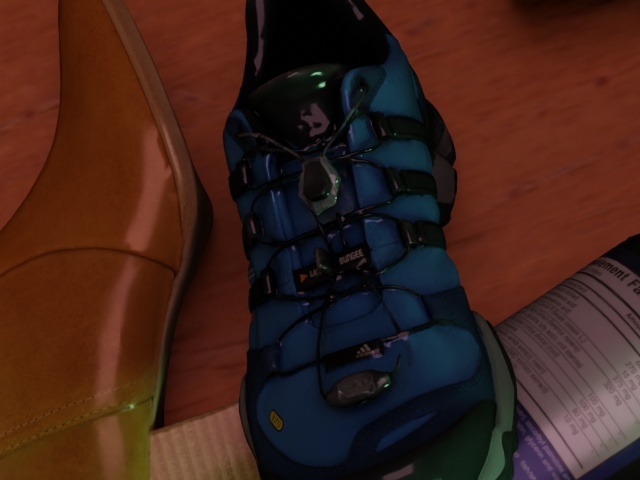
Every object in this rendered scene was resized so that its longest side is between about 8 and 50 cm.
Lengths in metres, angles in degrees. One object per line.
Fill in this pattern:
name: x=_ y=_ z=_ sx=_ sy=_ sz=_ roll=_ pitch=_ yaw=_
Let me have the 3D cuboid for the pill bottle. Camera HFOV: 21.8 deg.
pill bottle: x=0.131 y=0.073 z=0.719 sx=0.219 sy=0.123 sz=0.122 roll=-32 pitch=74 yaw=-7

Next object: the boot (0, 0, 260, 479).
boot: x=-0.146 y=0.029 z=0.762 sx=0.211 sy=0.104 sz=0.295 roll=-20 pitch=77 yaw=-3

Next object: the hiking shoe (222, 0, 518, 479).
hiking shoe: x=0.000 y=0.000 z=0.678 sx=0.113 sy=0.132 sz=0.304 roll=-22 pitch=35 yaw=10
